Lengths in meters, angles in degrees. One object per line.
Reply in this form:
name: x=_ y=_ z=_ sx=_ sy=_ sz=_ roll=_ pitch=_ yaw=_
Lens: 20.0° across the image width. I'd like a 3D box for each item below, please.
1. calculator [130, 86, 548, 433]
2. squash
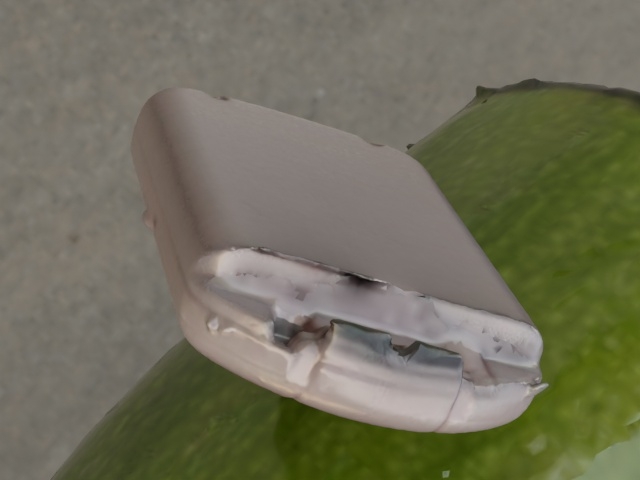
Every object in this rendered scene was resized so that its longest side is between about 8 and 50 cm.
calculator: x=0.000 y=0.000 z=0.514 sx=0.100 sy=0.175 sz=0.032 roll=16 pitch=109 yaw=-18
squash: x=0.010 y=0.135 z=0.618 sx=0.308 sy=0.310 sz=0.310 roll=-25 pitch=144 yaw=-32
